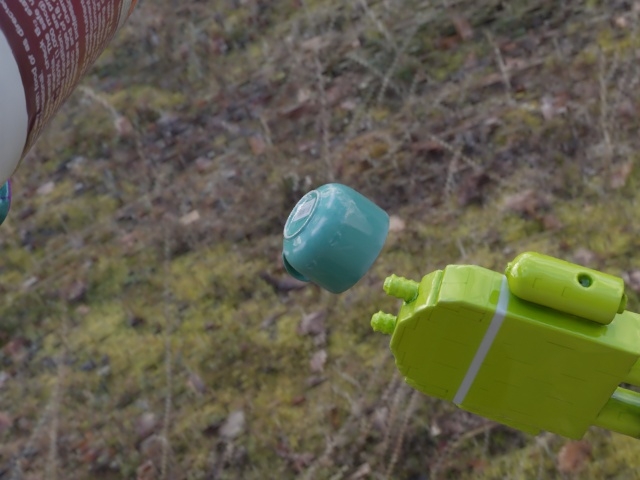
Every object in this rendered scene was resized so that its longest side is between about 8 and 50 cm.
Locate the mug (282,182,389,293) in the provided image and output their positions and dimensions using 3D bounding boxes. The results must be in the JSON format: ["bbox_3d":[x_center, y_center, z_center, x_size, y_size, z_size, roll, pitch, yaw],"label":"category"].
[{"bbox_3d":[0.004,0.001,1.574,0.157,0.097,0.129,-50,21,14],"label":"mug"}]

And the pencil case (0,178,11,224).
[{"bbox_3d":[-0.369,-0.040,1.118,0.152,0.064,0.070,0,42,-32],"label":"pencil case"}]

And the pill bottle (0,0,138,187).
[{"bbox_3d":[-0.283,-0.151,0.853,0.224,0.224,0.392,-11,32,21],"label":"pill bottle"}]

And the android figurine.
[{"bbox_3d":[0.180,0.099,1.084,0.273,0.248,0.056,17,54,5],"label":"android figurine"}]
